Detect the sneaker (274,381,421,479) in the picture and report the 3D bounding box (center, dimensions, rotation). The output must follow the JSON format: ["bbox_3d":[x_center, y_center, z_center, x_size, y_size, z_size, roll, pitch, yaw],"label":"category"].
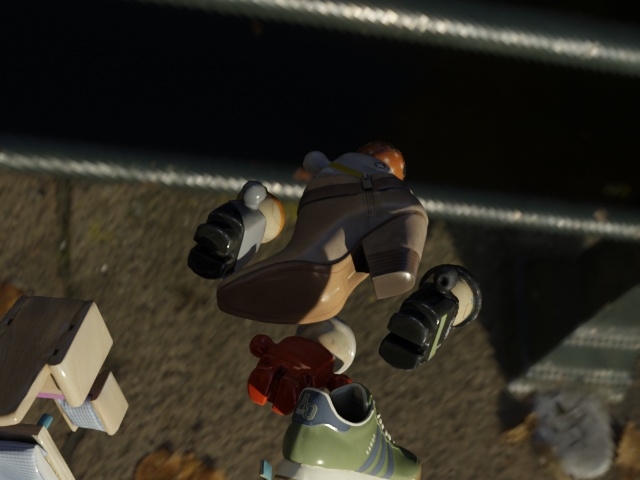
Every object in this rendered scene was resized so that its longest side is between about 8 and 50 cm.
[{"bbox_3d":[0.033,0.163,1.473,0.192,0.064,0.086,11,88,-57],"label":"sneaker"}]

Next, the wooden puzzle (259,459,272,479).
[{"bbox_3d":[-0.028,0.169,1.025,0.049,0.006,0.083,17,62,-64],"label":"wooden puzzle"}]

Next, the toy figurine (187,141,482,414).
[{"bbox_3d":[0.013,0.027,1.530,0.209,0.213,0.148,63,29,-5],"label":"toy figurine"}]

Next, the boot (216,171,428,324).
[{"bbox_3d":[0.000,0.000,0.942,0.118,0.042,0.087,-5,40,-6],"label":"boot"}]

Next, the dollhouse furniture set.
[{"bbox_3d":[-0.292,0.212,1.422,0.286,0.303,0.198,4,45,26],"label":"dollhouse furniture set"}]
